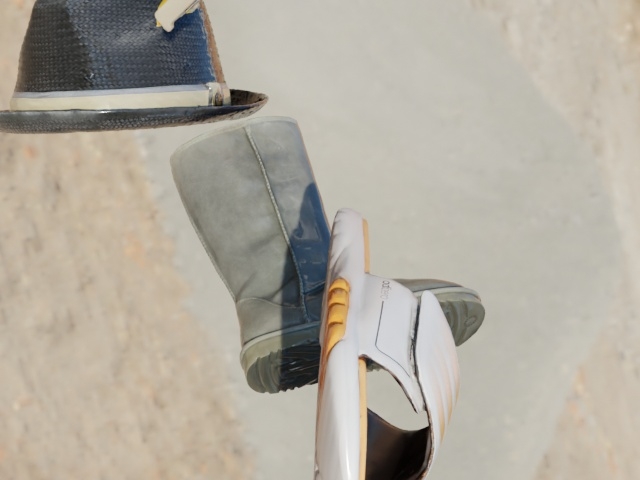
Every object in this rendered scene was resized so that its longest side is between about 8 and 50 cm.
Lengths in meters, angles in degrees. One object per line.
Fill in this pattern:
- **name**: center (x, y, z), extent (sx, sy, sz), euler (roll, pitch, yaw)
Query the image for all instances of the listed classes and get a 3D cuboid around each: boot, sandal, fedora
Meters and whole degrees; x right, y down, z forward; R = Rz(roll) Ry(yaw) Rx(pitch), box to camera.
- **boot**: center (0.001, -0.002, 1.111), extent (0.076, 0.190, 0.208), euler (92, -15, -47)
- **sandal**: center (0.038, 0.060, 0.835), extent (0.265, 0.076, 0.102), euler (-86, -178, -59)
- **fedora**: center (-0.215, -0.199, 1.646), extent (0.334, 0.334, 0.152), euler (-21, 110, -69)

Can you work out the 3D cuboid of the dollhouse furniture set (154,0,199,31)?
- **dollhouse furniture set**: center (-0.075, -0.223, 1.110), extent (0.058, 0.152, 0.076), euler (46, 26, -8)
